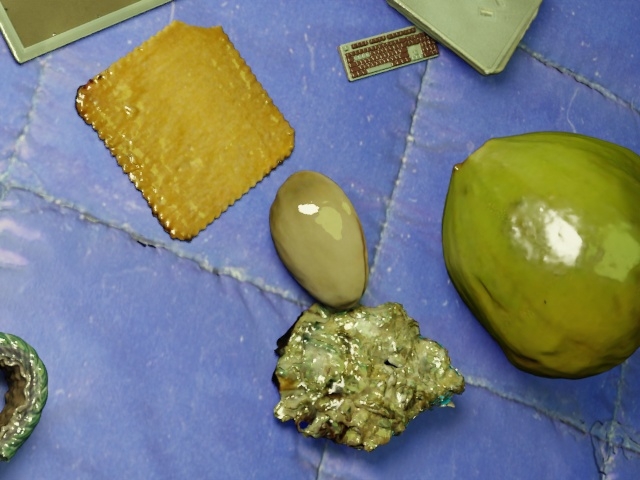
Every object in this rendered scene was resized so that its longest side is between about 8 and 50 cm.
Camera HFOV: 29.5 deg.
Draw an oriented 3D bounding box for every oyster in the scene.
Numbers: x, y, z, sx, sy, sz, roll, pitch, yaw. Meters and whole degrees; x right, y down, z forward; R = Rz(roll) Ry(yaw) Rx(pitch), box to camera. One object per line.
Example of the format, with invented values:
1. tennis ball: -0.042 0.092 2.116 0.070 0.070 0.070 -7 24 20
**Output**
1. oyster: 0.063 0.176 1.574 0.259 0.092 0.198 17 70 -26

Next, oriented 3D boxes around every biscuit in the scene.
1. biscuit: -0.161 -0.149 1.525 0.237 0.013 0.232 -43 105 -30

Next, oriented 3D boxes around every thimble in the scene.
1. thimble: -0.361 0.165 1.306 0.118 0.090 0.135 24 73 -24

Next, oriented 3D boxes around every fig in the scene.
1. fig: 0.321 0.004 1.633 0.343 0.343 0.344 5 80 -31

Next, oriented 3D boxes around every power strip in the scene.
1. power strip: 0.204 -0.355 1.755 0.213 0.064 0.198 37 66 -7

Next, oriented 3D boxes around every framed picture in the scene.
1. framed picture: -0.299 -0.354 1.467 0.274 0.017 0.217 -28 98 -32

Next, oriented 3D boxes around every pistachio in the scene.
1. pistachio: 0.000 0.000 1.543 0.108 0.126 0.186 -40 112 -62

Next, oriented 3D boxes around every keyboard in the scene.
1. keyboard: 0.098 -0.268 1.702 0.165 0.017 0.055 -21 93 -33
